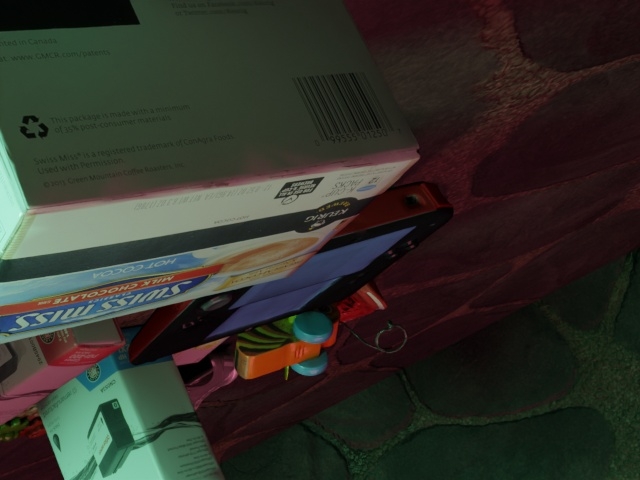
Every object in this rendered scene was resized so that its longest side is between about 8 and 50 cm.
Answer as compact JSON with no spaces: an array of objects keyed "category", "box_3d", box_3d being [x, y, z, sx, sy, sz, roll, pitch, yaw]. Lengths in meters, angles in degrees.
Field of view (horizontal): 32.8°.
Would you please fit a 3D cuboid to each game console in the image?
[{"category":"game console","box_3d":[-0.036,0.050,1.440,0.386,0.060,0.342,-14,159,-36]}]

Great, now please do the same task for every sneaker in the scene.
[{"category":"sneaker","box_3d":[0.053,0.120,2.039,0.128,0.087,0.221,-28,162,2]},{"category":"sneaker","box_3d":[-0.270,0.278,2.076,0.228,0.086,0.132,-41,155,16]}]

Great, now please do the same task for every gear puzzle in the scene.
[{"category":"gear puzzle","box_3d":[-0.495,0.312,1.891,0.175,0.044,0.339,-34,162,25]}]

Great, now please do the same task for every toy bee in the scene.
[{"category":"toy bee","box_3d":[-0.027,0.163,1.931,0.298,0.162,0.195,12,117,-33]}]

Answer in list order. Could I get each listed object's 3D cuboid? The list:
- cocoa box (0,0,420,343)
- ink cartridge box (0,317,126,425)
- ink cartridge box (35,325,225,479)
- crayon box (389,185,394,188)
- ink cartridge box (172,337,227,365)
[{"category":"cocoa box","box_3d":[-0.148,-0.085,0.865,0.347,0.231,0.228,-12,158,-38]},{"category":"ink cartridge box","box_3d":[-0.356,0.103,1.259,0.218,0.158,0.092,-33,163,23]},{"category":"ink cartridge box","box_3d":[-0.307,0.323,1.735,0.223,0.307,0.129,-37,160,33]},{"category":"crayon box","box_3d":[0.000,0.000,1.601,0.165,0.081,0.278,-20,163,-20]},{"category":"ink cartridge box","box_3d":[-0.173,0.147,1.850,0.235,0.056,0.171,-3,152,-48]}]
